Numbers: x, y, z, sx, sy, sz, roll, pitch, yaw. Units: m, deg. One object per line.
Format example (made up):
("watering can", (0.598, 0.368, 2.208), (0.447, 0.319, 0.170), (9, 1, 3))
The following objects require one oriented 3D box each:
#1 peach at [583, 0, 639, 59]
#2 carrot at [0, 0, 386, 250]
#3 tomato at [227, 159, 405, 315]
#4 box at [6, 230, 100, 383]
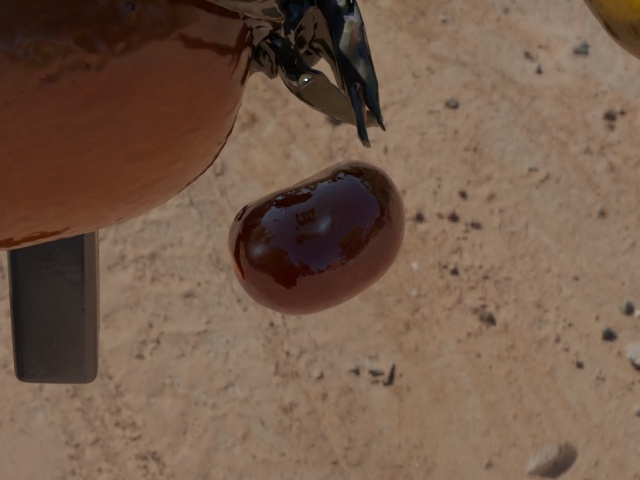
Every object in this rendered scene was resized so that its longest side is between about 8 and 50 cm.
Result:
("peach", (0.211, -0.176, 0.609), (0.103, 0.179, 0.179), (-13, 48, -40))
("carrot", (-0.126, -0.095, 0.439), (0.331, 0.214, 0.193), (-13, 78, -30))
("tomato", (0.000, 0.000, 1.202), (0.195, 0.195, 0.136), (-26, 93, -11))
("box", (-0.312, 0.056, 1.339), (0.103, 0.244, 0.055), (2, 29, -6))
